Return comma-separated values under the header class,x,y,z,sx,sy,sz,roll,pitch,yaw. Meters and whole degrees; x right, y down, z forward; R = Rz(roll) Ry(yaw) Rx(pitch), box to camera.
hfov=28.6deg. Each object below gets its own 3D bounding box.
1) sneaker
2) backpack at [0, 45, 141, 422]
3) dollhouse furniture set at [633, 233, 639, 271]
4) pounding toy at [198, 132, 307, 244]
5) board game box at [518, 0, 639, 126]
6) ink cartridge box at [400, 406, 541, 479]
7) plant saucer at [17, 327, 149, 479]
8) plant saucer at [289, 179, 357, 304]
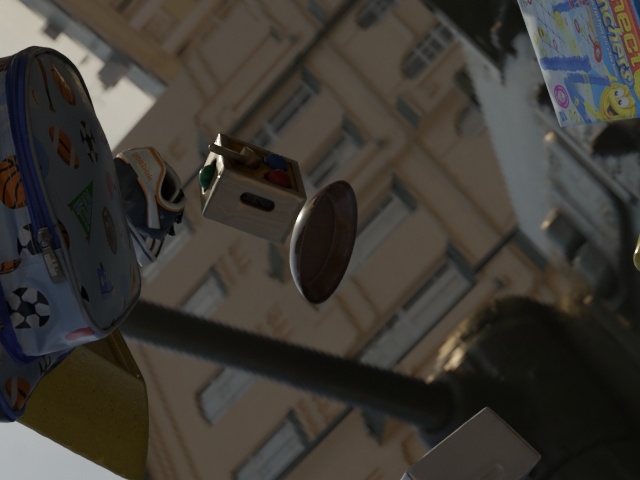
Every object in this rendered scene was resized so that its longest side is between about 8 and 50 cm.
class,x,y,z,sx,sy,sz,roll,pitch,yaw
sneaker,-0.267,-0.051,1.924,0.126,0.127,0.321,54,172,10
backpack,-0.236,-0.024,0.776,0.276,0.213,0.263,-128,15,-83
dollhouse furniture set,0.327,0.087,0.743,0.303,0.198,0.286,-25,90,58
pounding toy,-0.092,-0.077,1.541,0.141,0.100,0.130,20,-156,-18
board game box,0.408,-0.328,1.817,0.308,0.086,0.302,69,164,-8
ink cartridge box,0.134,0.295,1.377,0.086,0.203,0.148,44,-132,19
plant saucer,-0.308,0.051,1.235,0.332,0.081,0.333,39,-171,-42
plant saucer,0.000,0.000,1.955,0.036,0.199,0.198,14,178,23
